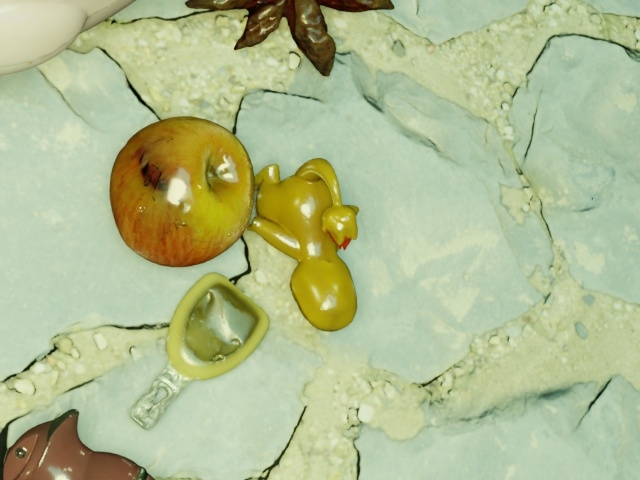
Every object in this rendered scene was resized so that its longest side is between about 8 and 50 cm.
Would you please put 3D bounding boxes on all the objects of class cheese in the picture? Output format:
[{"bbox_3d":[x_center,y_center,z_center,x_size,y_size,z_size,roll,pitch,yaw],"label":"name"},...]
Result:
[{"bbox_3d":[-0.123,0.111,1.022,0.086,0.036,0.162,43,66,-7],"label":"cheese"}]

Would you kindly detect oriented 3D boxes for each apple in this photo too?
[{"bbox_3d":[-0.128,-0.047,1.004,0.146,0.146,0.146,5,77,-22],"label":"apple"}]

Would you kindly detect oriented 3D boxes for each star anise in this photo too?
[{"bbox_3d":[-0.023,-0.275,1.118,0.196,0.111,0.212,46,59,-15],"label":"star anise"}]

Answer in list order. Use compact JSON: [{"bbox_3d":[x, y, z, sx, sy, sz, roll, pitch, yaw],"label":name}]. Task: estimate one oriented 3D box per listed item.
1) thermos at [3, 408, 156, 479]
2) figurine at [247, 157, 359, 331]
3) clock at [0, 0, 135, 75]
[{"bbox_3d":[-0.151,0.292,0.942,0.330,0.136,0.109,45,38,-8],"label":"thermos"},{"bbox_3d":[0.002,0.001,1.051,0.121,0.122,0.176,-8,81,-27],"label":"figurine"},{"bbox_3d":[-0.267,-0.328,0.944,0.376,0.250,0.368,-13,83,-18],"label":"clock"}]
